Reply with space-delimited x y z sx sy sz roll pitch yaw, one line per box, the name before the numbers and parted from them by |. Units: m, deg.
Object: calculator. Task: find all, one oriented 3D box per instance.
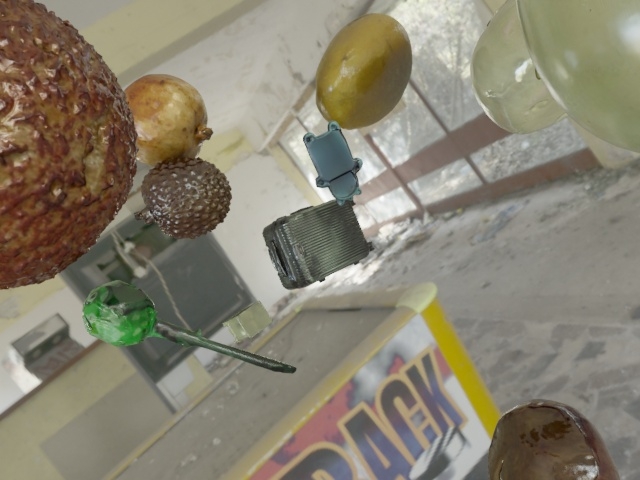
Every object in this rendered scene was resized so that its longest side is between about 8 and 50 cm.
calculator | 0.026 -0.132 1.001 0.094 0.141 0.019 -27 14 -8

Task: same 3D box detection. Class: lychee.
lychee | -0.327 -0.098 1.361 0.238 0.200 0.200 -23 5 1

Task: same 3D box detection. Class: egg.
egg | 0.240 -0.182 0.411 0.188 0.254 0.188 -21 -8 -3

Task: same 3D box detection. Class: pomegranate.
pomegranate | -0.382 -0.290 1.422 0.248 0.248 0.248 -38 5 4

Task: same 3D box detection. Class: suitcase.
suitcase | 0.000 0.000 1.574 0.312 0.202 0.128 -22 1 -44

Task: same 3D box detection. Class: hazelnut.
hazelnut | 0.403 0.388 0.967 0.218 0.217 0.234 -31 42 55

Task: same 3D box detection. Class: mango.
mango | 0.099 -0.383 1.330 0.365 0.182 0.253 -52 -26 -54

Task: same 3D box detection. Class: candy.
candy | -0.184 0.146 0.842 0.097 0.323 0.097 -158 90 -76

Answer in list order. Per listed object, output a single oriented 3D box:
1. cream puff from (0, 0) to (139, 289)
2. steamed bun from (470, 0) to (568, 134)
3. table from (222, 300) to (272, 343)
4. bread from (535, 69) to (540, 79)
cream puff | -0.341 -0.114 0.608 0.228 0.351 0.350 -9 24 41
steamed bun | 0.461 -0.401 1.191 0.333 0.233 0.312 -37 -23 11
table | -0.176 0.198 1.379 0.079 0.062 0.083 -33 2 -41
bread | 0.388 -0.350 0.948 0.084 0.139 0.074 -27 12 -33
